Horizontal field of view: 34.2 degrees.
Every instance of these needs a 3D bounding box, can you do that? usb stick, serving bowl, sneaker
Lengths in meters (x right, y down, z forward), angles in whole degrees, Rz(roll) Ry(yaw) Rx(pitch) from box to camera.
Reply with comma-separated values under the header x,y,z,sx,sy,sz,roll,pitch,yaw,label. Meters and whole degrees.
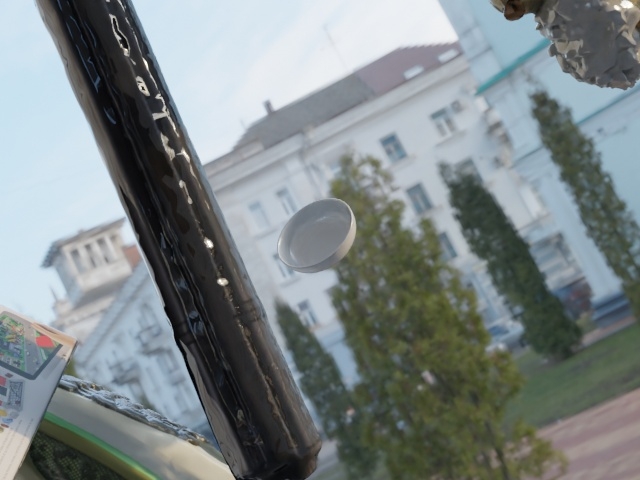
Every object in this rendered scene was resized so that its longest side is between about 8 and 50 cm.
x,y,z,sx,sy,sz,roll,pitch,yaw,label
-0.071,-0.014,0.495,0.045,0.278,0.077,-23,-4,-6,usb stick
0.000,0.000,0.998,0.083,0.083,0.027,-29,-48,12,serving bowl
-0.119,0.201,0.637,0.182,0.410,0.158,-64,-14,-10,sneaker

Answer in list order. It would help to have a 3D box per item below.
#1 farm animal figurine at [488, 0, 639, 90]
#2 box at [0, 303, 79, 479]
x,y,z,sx,sy,sz,roll,pitch,yaw,label
0.073,-0.274,0.624,0.172,0.330,0.326,-26,-41,27,farm animal figurine
-0.183,0.075,0.455,0.036,0.114,0.207,-61,10,15,box
